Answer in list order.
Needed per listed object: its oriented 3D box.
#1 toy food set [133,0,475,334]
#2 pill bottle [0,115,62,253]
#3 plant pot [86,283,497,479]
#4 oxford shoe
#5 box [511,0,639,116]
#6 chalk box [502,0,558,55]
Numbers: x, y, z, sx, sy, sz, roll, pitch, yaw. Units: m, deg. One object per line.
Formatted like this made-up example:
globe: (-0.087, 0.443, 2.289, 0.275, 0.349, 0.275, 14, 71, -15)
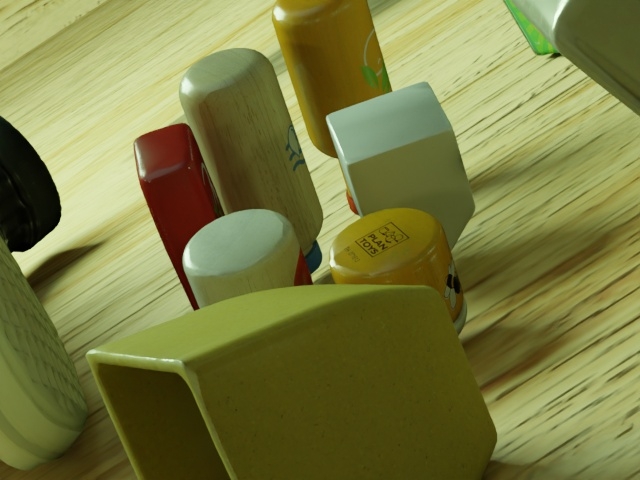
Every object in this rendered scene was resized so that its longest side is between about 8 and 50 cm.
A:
toy food set: (0.000, 0.000, 0.737, 0.111, 0.104, 0.232, -20, 32, -1)
pill bottle: (-0.259, 0.018, 1.132, 0.219, 0.123, 0.123, -41, 16, -30)
plant pot: (-0.002, 0.050, 0.541, 0.083, 0.081, 0.081, -28, 10, -23)
oxford shoe: (-0.218, 0.004, 0.897, 0.130, 0.169, 0.449, -30, 28, -14)
box: (0.133, -0.107, 0.599, 0.148, 0.121, 0.311, -53, 11, 12)
chalk box: (0.137, -0.173, 0.875, 0.132, 0.132, 0.213, -38, 13, -18)
